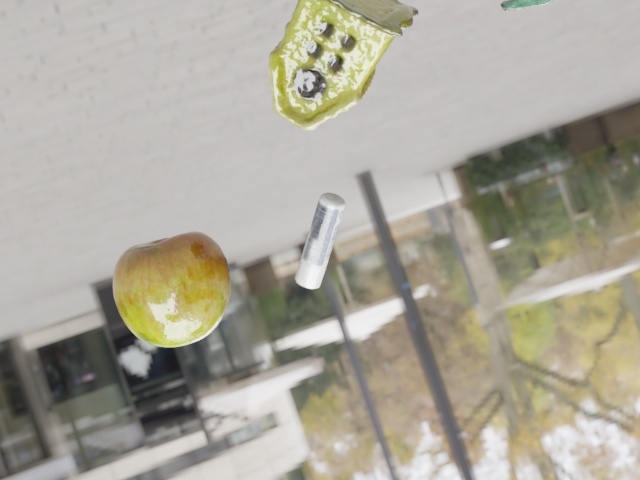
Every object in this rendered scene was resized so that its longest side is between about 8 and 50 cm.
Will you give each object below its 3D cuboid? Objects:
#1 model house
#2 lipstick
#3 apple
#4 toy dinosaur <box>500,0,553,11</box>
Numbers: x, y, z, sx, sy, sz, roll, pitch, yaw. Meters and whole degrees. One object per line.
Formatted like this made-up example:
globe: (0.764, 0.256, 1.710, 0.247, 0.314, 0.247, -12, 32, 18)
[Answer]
model house: (0.022, -0.277, 2.112, 0.193, 0.174, 0.234, -63, 178, -65)
lipstick: (0.000, 0.000, 1.969, 0.040, 0.141, 0.040, 14, -154, -7)
apple: (-0.240, 0.081, 2.259, 0.195, 0.196, 0.196, -19, 178, -1)
toy dinosaur: (0.311, -0.327, 1.528, 0.292, 0.079, 0.120, -30, 159, 25)
